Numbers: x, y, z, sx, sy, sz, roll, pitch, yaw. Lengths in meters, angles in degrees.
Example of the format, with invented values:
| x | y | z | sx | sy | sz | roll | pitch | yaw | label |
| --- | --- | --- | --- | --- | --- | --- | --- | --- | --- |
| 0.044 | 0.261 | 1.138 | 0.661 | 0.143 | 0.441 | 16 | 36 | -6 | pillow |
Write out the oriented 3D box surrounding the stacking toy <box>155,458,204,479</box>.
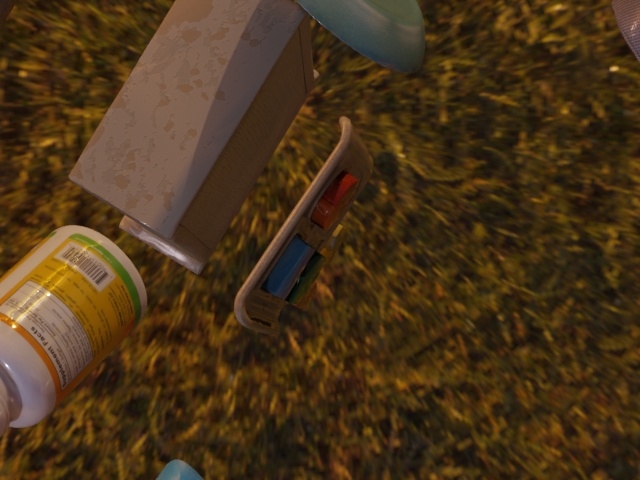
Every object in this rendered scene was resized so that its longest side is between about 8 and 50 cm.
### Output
| x | y | z | sx | sy | sz | roll | pitch | yaw | label |
| --- | --- | --- | --- | --- | --- | --- | --- | --- | --- |
| -0.204 | 0.361 | 1.534 | 0.302 | 0.175 | 0.166 | -35 | 98 | 23 | stacking toy |

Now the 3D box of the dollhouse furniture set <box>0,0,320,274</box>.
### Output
| x | y | z | sx | sy | sz | roll | pitch | yaw | label |
| --- | --- | --- | --- | --- | --- | --- | --- | --- | --- |
| -0.211 | -0.159 | 1.053 | 0.394 | 0.256 | 0.362 | 31 | 86 | 3 | dollhouse furniture set |

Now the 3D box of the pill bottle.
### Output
| x | y | z | sx | sy | sz | roll | pitch | yaw | label |
| --- | --- | --- | --- | --- | --- | --- | --- | --- | --- |
| -0.301 | 0.105 | 1.668 | 0.136 | 0.136 | 0.246 | 47 | 50 | -4 | pill bottle |

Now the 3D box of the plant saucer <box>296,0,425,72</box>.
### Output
| x | y | z | sx | sy | sz | roll | pitch | yaw | label |
| --- | --- | --- | --- | --- | --- | --- | --- | --- | --- |
| 0.016 | -0.140 | 0.882 | 0.119 | 0.119 | 0.021 | 41 | 114 | -4 | plant saucer |

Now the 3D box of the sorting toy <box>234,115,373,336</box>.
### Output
| x | y | z | sx | sy | sz | roll | pitch | yaw | label |
| --- | --- | --- | --- | --- | --- | --- | --- | --- | --- |
| 0.000 | 0.000 | 1.723 | 0.041 | 0.307 | 0.229 | 29 | 88 | 10 | sorting toy |

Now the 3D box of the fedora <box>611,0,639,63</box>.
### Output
| x | y | z | sx | sy | sz | roll | pitch | yaw | label |
| --- | --- | --- | --- | --- | --- | --- | --- | --- | --- |
| 0.407 | -0.214 | 1.694 | 0.275 | 0.244 | 0.124 | 30 | 120 | -24 | fedora |
